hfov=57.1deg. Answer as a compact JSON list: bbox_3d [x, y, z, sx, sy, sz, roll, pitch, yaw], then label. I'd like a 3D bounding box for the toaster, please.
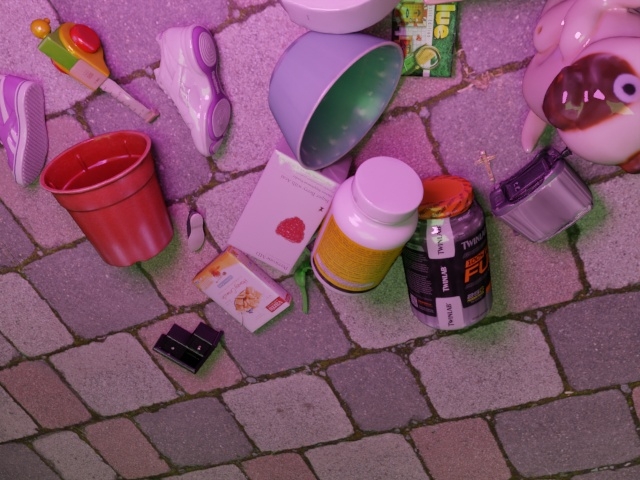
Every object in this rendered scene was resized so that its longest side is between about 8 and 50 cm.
[{"bbox_3d":[0.511,-0.101,1.337,0.146,0.129,0.227,39,119,-18],"label":"toaster"}]

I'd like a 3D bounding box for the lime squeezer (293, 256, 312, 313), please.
[{"bbox_3d":[-0.004,0.088,1.602,0.110,0.058,0.310,33,121,-9],"label":"lime squeezer"}]

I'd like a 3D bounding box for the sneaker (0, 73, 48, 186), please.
[{"bbox_3d":[-0.798,-0.287,1.509,0.161,0.102,0.282,15,113,6],"label":"sneaker"}]

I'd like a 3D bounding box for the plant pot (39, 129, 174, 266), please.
[{"bbox_3d":[-0.510,-0.095,1.484,0.273,0.272,0.265,-4,129,14],"label":"plant pot"}]

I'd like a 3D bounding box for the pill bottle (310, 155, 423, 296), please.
[{"bbox_3d":[0.101,-0.026,1.292,0.188,0.187,0.334,21,146,-2],"label":"pill bottle"}]

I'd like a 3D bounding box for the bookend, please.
[{"bbox_3d":[-0.407,0.309,1.813,0.156,0.072,0.157,34,122,-10],"label":"bookend"}]

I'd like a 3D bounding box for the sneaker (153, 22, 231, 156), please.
[{"bbox_3d":[-0.300,-0.347,1.373,0.152,0.114,0.305,7,120,23],"label":"sneaker"}]

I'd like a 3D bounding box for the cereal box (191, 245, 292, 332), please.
[{"bbox_3d":[-0.224,0.141,1.684,0.240,0.047,0.173,43,120,-16],"label":"cereal box"}]

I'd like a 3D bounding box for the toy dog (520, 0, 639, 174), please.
[{"bbox_3d":[0.495,-0.291,1.050,0.285,0.408,0.395,39,121,-13],"label":"toy dog"}]

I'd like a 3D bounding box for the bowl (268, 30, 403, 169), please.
[{"bbox_3d":[0.010,-0.317,1.225,0.163,0.312,0.311,42,124,16],"label":"bowl"}]

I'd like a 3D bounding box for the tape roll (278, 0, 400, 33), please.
[{"bbox_3d":[0.032,-0.535,1.087,0.286,0.100,0.286,-1,85,9],"label":"tape roll"}]

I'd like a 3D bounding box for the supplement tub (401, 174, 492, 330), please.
[{"bbox_3d":[0.297,0.029,1.412,0.207,0.207,0.337,-6,121,15],"label":"supplement tub"}]

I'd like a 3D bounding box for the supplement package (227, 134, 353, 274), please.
[{"bbox_3d":[-0.074,-0.099,1.426,0.178,0.175,0.293,28,123,-6],"label":"supplement package"}]

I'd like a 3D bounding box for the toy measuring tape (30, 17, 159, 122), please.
[{"bbox_3d":[-0.520,-0.410,1.387,0.121,0.121,0.330,-33,133,27],"label":"toy measuring tape"}]

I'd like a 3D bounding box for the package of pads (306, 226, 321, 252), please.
[{"bbox_3d":[0.000,0.000,1.555,0.050,0.032,0.083,49,120,2],"label":"package of pads"}]

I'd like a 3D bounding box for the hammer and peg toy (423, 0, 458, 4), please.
[{"bbox_3d":[0.353,-0.581,1.043,0.362,0.127,0.265,-4,107,14],"label":"hammer and peg toy"}]

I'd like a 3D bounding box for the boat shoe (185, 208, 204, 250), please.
[{"bbox_3d":[-0.347,-0.029,1.609,0.046,0.038,0.125,-17,134,-27],"label":"boat shoe"}]

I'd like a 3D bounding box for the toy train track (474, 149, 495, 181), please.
[{"bbox_3d":[0.392,-0.173,1.381,0.048,0.014,0.083,-17,117,21],"label":"toy train track"}]

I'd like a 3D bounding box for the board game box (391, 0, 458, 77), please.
[{"bbox_3d":[0.217,-0.471,1.221,0.136,0.030,0.259,2,122,7],"label":"board game box"}]
